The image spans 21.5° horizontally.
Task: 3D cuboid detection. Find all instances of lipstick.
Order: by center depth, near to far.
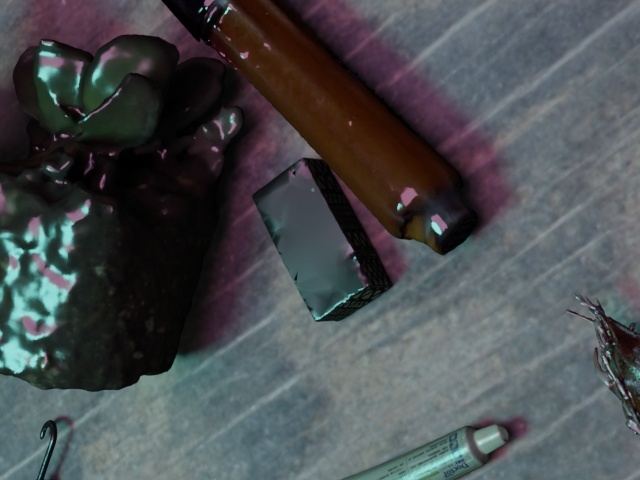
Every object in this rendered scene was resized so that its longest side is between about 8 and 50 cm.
[{"bbox_3d":[-0.034,-0.144,1.306,0.418,0.077,0.077,46,110,20],"label":"lipstick"}]

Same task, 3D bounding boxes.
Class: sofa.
[{"bbox_3d":[0.000,0.000,1.305,0.060,0.039,0.118,-35,72,23],"label":"sofa"}]

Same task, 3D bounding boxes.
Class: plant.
[{"bbox_3d":[-0.186,-0.027,1.324,0.199,0.188,0.276,10,95,27],"label":"plant"}]

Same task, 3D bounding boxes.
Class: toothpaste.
[{"bbox_3d":[0.059,0.182,1.275,0.197,0.029,0.048,-31,72,29],"label":"toothpaste"}]

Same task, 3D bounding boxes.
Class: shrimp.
[{"bbox_3d":[0.228,0.099,1.164,0.057,0.065,0.165,-30,66,-7],"label":"shrimp"}]

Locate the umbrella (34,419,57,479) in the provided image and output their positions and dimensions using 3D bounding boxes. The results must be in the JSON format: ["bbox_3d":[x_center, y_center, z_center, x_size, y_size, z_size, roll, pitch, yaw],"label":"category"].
[{"bbox_3d":[-0.267,0.281,1.452,0.044,0.044,0.269,32,108,55],"label":"umbrella"}]
